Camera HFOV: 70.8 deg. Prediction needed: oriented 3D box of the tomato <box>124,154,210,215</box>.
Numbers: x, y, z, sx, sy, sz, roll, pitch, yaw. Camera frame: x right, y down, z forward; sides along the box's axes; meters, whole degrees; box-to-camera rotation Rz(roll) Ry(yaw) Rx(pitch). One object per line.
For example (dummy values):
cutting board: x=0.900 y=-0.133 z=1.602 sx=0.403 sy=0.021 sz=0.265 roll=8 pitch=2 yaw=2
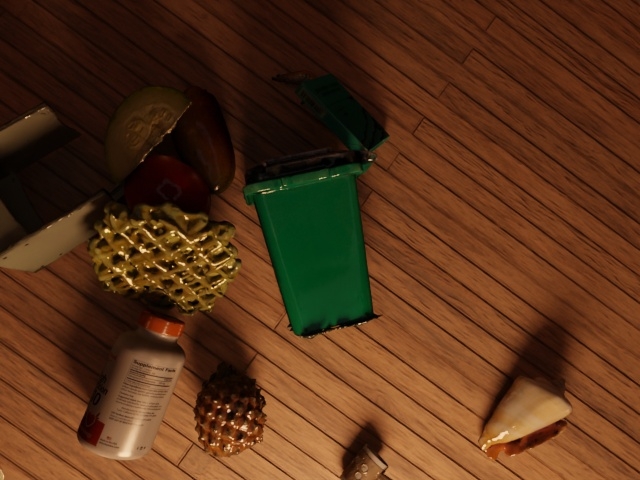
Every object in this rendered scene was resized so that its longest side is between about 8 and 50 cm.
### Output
tomato: x=-0.342 y=-0.094 z=1.000 sx=0.195 sy=0.195 sz=0.136 roll=32 pitch=44 yaw=-2

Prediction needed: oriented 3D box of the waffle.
waffle: x=-0.331 y=0.046 z=0.965 sx=0.316 sy=0.073 sz=0.297 roll=11 pitch=127 yaw=-19

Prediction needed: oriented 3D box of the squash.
squash: x=-0.370 y=-0.248 z=1.007 sx=0.237 sy=0.155 sz=0.204 roll=-42 pitch=70 yaw=8

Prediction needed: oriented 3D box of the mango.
mango: x=-0.281 y=-0.235 z=1.075 sx=0.133 sy=0.111 sz=0.268 roll=-14 pitch=84 yaw=-25

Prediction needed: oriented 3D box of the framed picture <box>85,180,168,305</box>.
framed picture: x=-0.429 y=-0.015 z=1.081 sx=0.273 sy=0.016 sz=0.216 roll=45 pitch=80 yaw=0

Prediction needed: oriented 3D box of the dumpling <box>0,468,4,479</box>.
dumpling: x=-0.720 y=0.517 z=0.974 sx=0.059 sy=0.043 sz=0.077 roll=15 pitch=65 yaw=-21

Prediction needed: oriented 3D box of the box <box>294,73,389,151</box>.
box: x=0.059 y=-0.309 z=1.113 sx=0.226 sy=0.042 sz=0.161 roll=46 pitch=39 yaw=0

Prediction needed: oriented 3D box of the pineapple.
pineapple: x=-0.200 y=0.365 z=0.995 sx=0.166 sy=0.166 sz=0.193 roll=-11 pitch=85 yaw=-8

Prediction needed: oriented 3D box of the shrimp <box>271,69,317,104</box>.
shrimp: x=-0.063 y=-0.399 z=1.164 sx=0.126 sy=0.025 sz=0.091 roll=3 pitch=84 yaw=-9

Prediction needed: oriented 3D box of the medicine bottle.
medicine bottle: x=-0.393 y=0.301 z=0.977 sx=0.156 sy=0.157 sz=0.289 roll=20 pitch=81 yaw=-4

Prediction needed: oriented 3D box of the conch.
conch: x=0.489 y=0.417 z=1.100 sx=0.255 sy=0.127 sz=0.158 roll=-34 pitch=119 yaw=12

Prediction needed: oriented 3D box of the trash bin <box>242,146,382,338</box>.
trash bin: x=0.000 y=0.000 z=1.022 sx=0.294 sy=0.259 sz=0.382 roll=-13 pitch=92 yaw=-8

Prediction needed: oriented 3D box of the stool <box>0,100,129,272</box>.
stool: x=-0.616 y=-0.106 z=0.983 sx=0.269 sy=0.170 sz=0.244 roll=-34 pitch=84 yaw=-9

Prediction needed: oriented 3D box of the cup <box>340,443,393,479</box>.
cup: x=0.110 y=0.547 z=1.043 sx=0.102 sy=0.074 sz=0.099 roll=41 pitch=82 yaw=20
